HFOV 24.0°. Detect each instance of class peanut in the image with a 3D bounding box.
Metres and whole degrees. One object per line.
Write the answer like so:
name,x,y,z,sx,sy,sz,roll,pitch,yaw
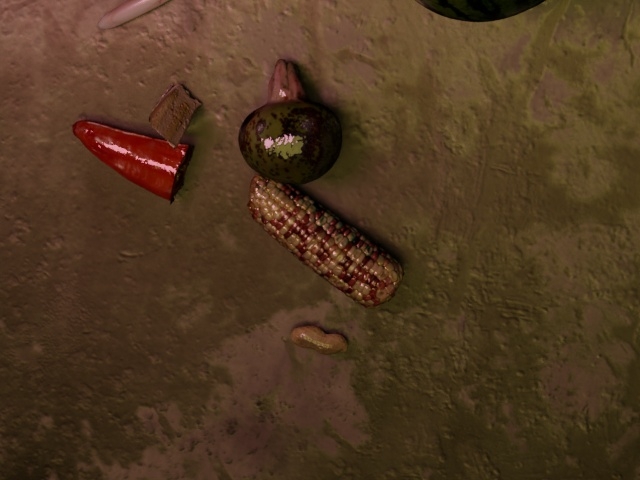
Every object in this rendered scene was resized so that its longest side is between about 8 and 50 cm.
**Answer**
peanut,-0.002,0.144,2.147,0.083,0.037,0.037,16,111,-4

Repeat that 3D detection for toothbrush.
toothbrush,-0.165,-0.348,1.988,0.307,0.029,0.025,-24,113,15

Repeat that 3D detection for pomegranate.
pomegranate,-0.037,-0.151,2.012,0.138,0.163,0.125,-6,149,24

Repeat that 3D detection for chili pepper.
chili pepper,-0.265,-0.124,2.068,0.169,0.065,0.088,23,110,2

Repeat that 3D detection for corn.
corn,0.000,0.000,2.067,0.253,0.086,0.086,36,110,-7

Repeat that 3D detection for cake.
cake,-0.198,-0.164,2.011,0.052,0.121,0.065,42,102,-14

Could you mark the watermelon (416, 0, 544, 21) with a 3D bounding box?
watermelon,0.193,-0.405,1.793,0.285,0.285,0.285,2,110,6
